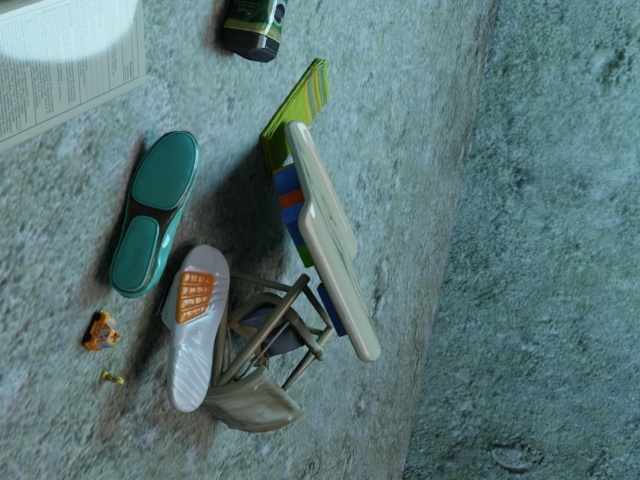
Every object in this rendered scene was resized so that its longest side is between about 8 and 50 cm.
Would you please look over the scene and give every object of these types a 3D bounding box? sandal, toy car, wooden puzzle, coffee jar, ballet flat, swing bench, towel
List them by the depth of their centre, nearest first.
[{"bbox_3d":[-0.235,-0.036,1.344,0.087,0.083,0.247,119,-11,-80],"label":"ballet flat"},{"bbox_3d":[-0.291,0.153,1.349,0.060,0.041,0.122,-61,153,-33],"label":"toy car"},{"bbox_3d":[-0.093,-0.368,1.459,0.096,0.079,0.184,6,97,-70],"label":"coffee jar"},{"bbox_3d":[-0.213,0.131,1.475,0.102,0.076,0.265,30,62,-45],"label":"sandal"},{"bbox_3d":[0.000,0.000,1.638,0.348,0.080,0.322,-98,165,-58],"label":"wooden puzzle"},{"bbox_3d":[-0.105,0.198,1.661,0.253,0.165,0.254,59,49,-62],"label":"swing bench"},{"bbox_3d":[-0.041,-0.227,1.749,0.237,0.021,0.102,-59,151,-36],"label":"towel"}]

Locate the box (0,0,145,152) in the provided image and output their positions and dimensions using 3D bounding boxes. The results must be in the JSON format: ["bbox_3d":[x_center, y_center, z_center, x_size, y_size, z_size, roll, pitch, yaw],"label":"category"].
[{"bbox_3d":[-0.317,-0.192,0.971,0.311,0.121,0.148,-42,140,-54],"label":"box"}]
